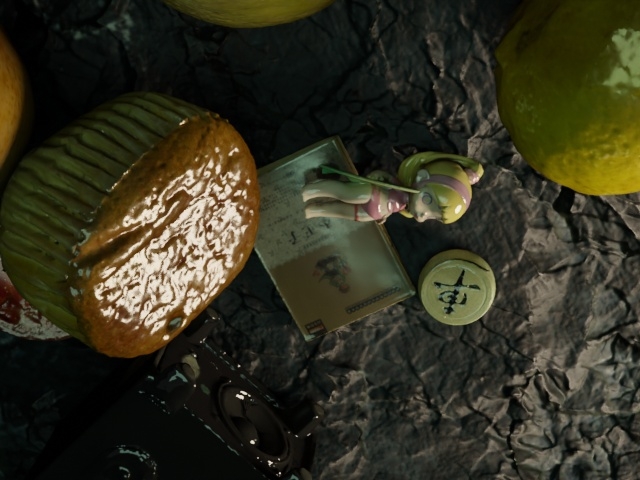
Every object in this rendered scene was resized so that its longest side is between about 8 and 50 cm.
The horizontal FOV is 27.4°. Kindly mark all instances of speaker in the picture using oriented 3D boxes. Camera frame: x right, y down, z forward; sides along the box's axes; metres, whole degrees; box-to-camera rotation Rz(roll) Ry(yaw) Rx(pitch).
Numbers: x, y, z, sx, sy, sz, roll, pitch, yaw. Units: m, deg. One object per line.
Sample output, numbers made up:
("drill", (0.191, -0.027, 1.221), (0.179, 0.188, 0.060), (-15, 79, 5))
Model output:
("speaker", (-0.151, 0.243, 1.424), (0.232, 0.184, 0.254), (43, 109, -12))

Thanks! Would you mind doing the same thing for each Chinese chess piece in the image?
("Chinese chess piece", (0.146, 0.051, 1.409), (0.084, 0.034, 0.084), (2, 112, 4))

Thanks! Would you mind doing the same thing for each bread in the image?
("bread", (-0.180, -0.019, 1.277), (0.142, 0.253, 0.227), (22, 140, 30))

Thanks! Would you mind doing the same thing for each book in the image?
("book", (0.000, 0.000, 1.408), (0.138, 0.016, 0.198), (-24, 108, 12))

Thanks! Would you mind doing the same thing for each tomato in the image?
("tomato", (-0.298, 0.029, 1.397), (0.159, 0.091, 0.139), (5, 104, -7))

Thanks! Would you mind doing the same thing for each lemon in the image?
("lemon", (0.285, -0.168, 1.208), (0.234, 0.233, 0.288), (28, 122, -7))

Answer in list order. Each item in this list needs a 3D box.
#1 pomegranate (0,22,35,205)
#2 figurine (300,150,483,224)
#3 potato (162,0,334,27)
("pomegranate", (-0.456, -0.142, 1.201), (0.417, 0.416, 0.416), (1, 111, 3))
("figurine", (0.074, -0.053, 1.352), (0.187, 0.083, 0.083), (-5, 111, 10))
("potato", (-0.038, -0.299, 1.158), (0.213, 0.280, 0.330), (36, 107, -8))
